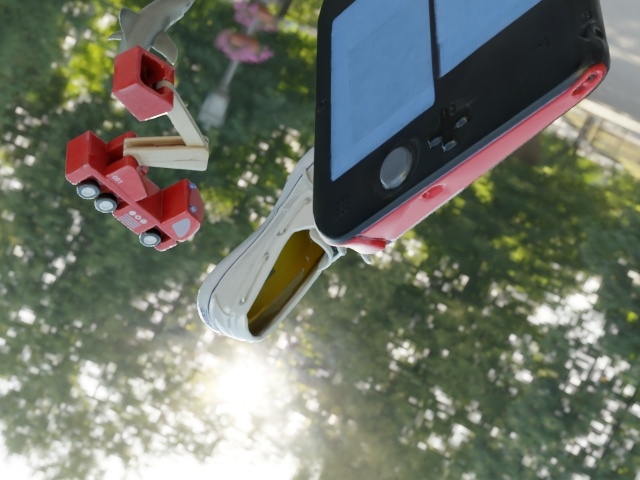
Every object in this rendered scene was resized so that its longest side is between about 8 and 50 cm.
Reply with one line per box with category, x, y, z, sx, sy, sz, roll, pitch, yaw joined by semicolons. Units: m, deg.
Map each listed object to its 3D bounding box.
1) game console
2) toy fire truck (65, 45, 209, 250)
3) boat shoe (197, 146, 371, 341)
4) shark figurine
game console;0.112;-0.202;1.090;0.060;0.342;0.387;23;-132;-27
toy fire truck;-0.147;-0.073;1.014;0.192;0.135;0.047;43;-149;-43
boat shoe;-0.005;-0.005;1.591;0.156;0.367;0.136;20;150;49
shark figurine;-0.309;-0.331;1.951;0.166;0.278;0.116;-5;145;11
